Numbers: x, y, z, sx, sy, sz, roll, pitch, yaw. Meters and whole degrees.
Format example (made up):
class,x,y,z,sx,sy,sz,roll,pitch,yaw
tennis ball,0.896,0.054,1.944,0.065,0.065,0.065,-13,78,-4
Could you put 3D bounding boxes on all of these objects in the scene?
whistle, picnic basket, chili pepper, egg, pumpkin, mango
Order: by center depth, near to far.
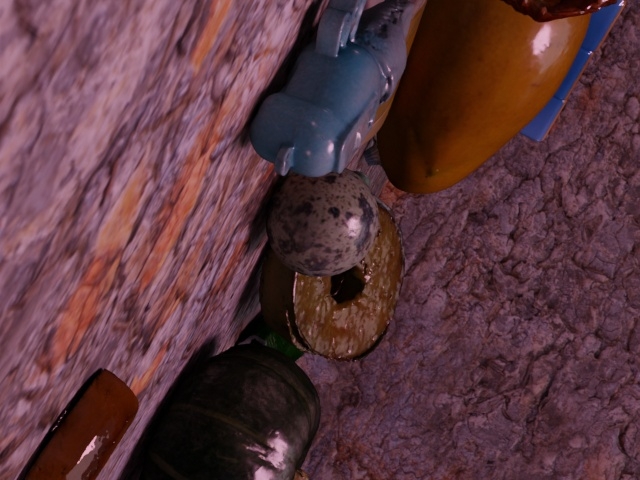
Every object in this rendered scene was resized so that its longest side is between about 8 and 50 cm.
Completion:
class,x,y,z,sx,sy,sz,roll,pitch,yaw
whistle,0.023,-0.146,0.883,0.186,0.093,0.274,97,20,-46
egg,-0.001,-0.020,1.136,0.132,0.132,0.172,-60,-176,-24
pumpkin,-0.107,0.277,1.211,0.300,0.207,0.300,19,90,-83
mango,0.204,-0.252,1.300,0.300,0.232,0.446,-98,-156,-45
chili pepper,-0.081,0.180,1.634,0.270,0.099,0.136,-37,130,-65
picnic basket,0.129,-0.180,1.940,0.083,0.083,0.065,-18,177,23

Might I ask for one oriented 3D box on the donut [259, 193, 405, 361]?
class,x,y,z,sx,sy,sz,roll,pitch,yaw
donut,0.010,0.049,1.375,0.272,0.107,0.272,-20,115,-51

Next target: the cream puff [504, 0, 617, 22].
class,x,y,z,sx,sy,sz,roll,pitch,yaw
cream puff,0.205,-0.356,0.784,0.350,0.228,0.351,-177,-90,-67

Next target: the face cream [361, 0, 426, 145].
class,x,y,z,sx,sy,sz,roll,pitch,yaw
face cream,0.068,-0.216,1.143,0.139,0.067,0.285,-61,175,-23

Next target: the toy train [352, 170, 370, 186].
class,x,y,z,sx,sy,sz,roll,pitch,yaw
toy train,0.000,0.000,1.564,0.248,0.101,0.159,-60,-170,-20

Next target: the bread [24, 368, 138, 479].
class,x,y,z,sx,sy,sz,roll,pitch,yaw
bread,-0.190,0.174,0.759,0.126,0.044,0.129,112,4,-60

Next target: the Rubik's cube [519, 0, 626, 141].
class,x,y,z,sx,sy,sz,roll,pitch,yaw
Rubik's cube,0.327,-0.395,1.562,0.291,0.290,0.292,-57,171,-46
